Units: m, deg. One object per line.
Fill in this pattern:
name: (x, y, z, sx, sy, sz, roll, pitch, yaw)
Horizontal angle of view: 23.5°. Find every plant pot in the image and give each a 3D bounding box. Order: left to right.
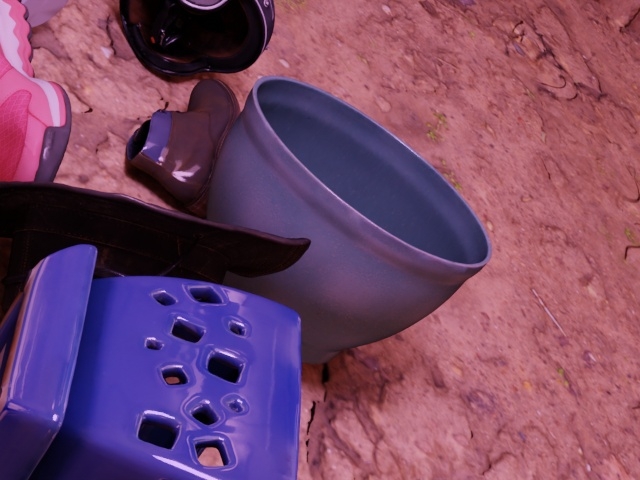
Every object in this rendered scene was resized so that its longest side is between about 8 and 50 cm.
plant pot: (-0.159, 0.157, 1.141, 0.212, 0.236, 0.236, 25, 33, -18)
plant pot: (0.000, 0.000, 1.564, 0.293, 0.196, 0.293, 32, 20, -13)

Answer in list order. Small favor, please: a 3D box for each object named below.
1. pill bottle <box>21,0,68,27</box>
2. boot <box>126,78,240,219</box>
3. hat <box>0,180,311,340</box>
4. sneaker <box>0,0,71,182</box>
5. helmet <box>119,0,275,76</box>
pill bottle: (-0.353, -0.321, 1.671, 0.184, 0.103, 0.103, 51, 29, 14)
boot: (-0.151, -0.127, 1.687, 0.106, 0.082, 0.219, 31, 32, -27)
hat: (-0.172, 0.043, 1.329, 0.331, 0.331, 0.133, 15, 77, -42)
sneaker: (-0.337, -0.140, 1.468, 0.136, 0.116, 0.314, 6, 37, -34)
helmet: (-0.139, -0.278, 1.826, 0.162, 0.169, 0.169, -11, 58, -37)
